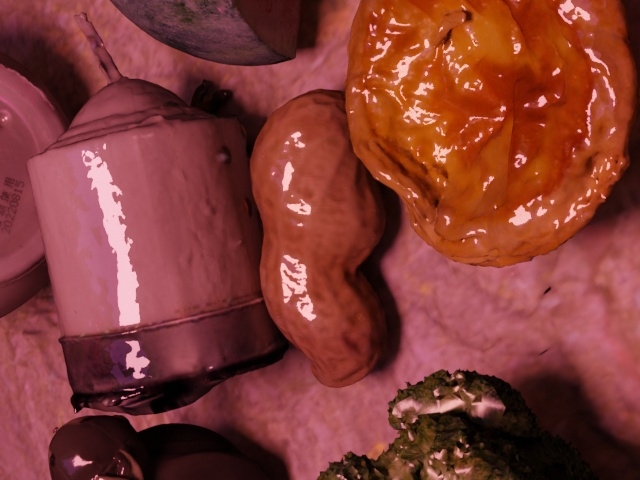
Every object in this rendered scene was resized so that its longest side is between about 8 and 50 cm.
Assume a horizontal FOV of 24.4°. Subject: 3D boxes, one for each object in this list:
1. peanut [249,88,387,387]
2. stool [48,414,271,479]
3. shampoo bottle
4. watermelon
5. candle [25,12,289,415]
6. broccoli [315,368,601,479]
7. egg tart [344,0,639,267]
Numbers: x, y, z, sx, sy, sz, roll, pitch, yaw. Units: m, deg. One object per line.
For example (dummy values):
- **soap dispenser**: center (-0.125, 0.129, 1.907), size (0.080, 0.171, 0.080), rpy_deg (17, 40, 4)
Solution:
- **peanut**: center (0.001, 0.000, 1.116), size (0.104, 0.085, 0.228), rpy_deg (4, 104, 28)
- **stool**: center (-0.134, 0.209, 1.245), size (0.139, 0.153, 0.228), rpy_deg (32, 149, 54)
- **shampoo bottle**: center (-0.370, -0.047, 1.370), size (0.266, 0.273, 0.273), rpy_deg (-9, 92, 57)
- **watermelon**: center (-0.144, -0.268, 1.094), size (0.175, 0.188, 0.322), rpy_deg (-30, 77, 26)
- **candle**: center (-0.141, -0.033, 1.190), size (0.187, 0.187, 0.330), rpy_deg (-12, 90, 48)
- **broccoli**: center (0.076, 0.241, 0.970), size (0.308, 0.275, 0.308), rpy_deg (172, 90, -76)
- **egg tart**: center (0.115, -0.101, 0.953), size (0.241, 0.106, 0.241), rpy_deg (9, 103, 45)
